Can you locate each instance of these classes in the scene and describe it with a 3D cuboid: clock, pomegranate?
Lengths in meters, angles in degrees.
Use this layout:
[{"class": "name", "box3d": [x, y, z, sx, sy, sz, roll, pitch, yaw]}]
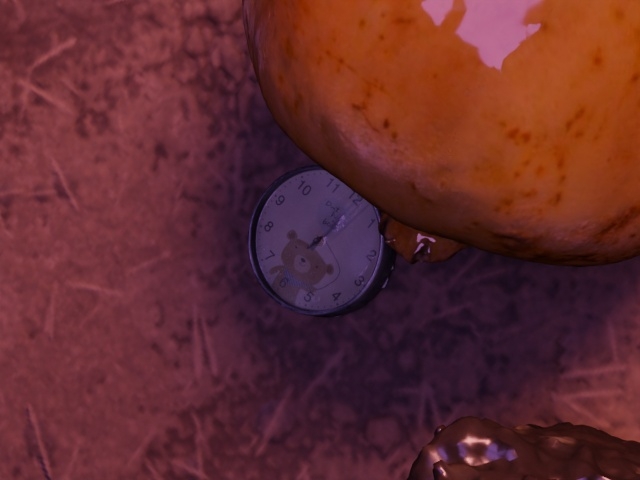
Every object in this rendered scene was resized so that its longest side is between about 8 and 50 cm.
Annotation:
[{"class": "clock", "box3d": [0.000, 0.000, 0.917, 0.085, 0.017, 0.085, -1, 88, 24]}, {"class": "pomegranate", "box3d": [0.084, -0.098, 0.772, 0.248, 0.248, 0.248, -1, 89, 24]}]

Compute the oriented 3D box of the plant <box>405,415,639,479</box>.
[{"class": "plant", "box3d": [0.097, 0.176, 0.760, 0.204, 0.234, 0.178, 27, 105, 17]}]
